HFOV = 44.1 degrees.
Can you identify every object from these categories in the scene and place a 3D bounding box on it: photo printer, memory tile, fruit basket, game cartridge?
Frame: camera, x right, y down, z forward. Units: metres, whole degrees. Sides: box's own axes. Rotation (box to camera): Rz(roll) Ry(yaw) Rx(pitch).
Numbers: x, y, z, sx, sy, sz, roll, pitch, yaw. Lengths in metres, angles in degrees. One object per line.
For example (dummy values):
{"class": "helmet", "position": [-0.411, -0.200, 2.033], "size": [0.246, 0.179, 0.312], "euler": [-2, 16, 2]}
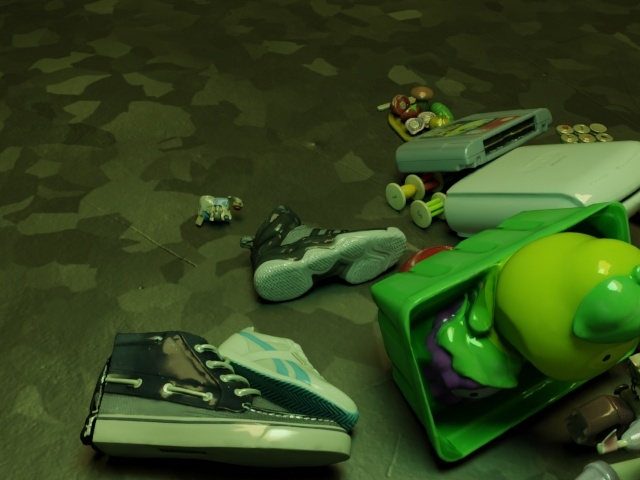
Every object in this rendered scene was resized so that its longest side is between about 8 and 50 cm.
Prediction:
{"class": "photo printer", "position": [0.404, -0.086, 1.351], "size": [0.256, 0.107, 0.308], "euler": [-30, 22, -34]}
{"class": "memory tile", "position": [0.571, -0.207, 1.680], "size": [0.113, 0.012, 0.148], "euler": [0, 38, -3]}
{"class": "fruit basket", "position": [0.284, 0.105, 1.005], "size": [0.392, 0.282, 0.392], "euler": [-14, 22, 6]}
{"class": "game cartridge", "position": [0.291, -0.197, 1.538], "size": [0.294, 0.060, 0.196], "euler": [-27, 16, -39]}

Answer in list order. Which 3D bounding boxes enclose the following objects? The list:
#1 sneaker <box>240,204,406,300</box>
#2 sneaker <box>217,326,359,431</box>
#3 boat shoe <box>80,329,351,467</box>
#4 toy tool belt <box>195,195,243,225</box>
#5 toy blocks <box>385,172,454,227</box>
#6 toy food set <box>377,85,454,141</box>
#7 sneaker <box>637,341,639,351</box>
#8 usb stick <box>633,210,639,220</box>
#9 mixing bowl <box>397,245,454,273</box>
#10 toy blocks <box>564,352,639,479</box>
{"class": "sneaker", "position": [0.000, 0.000, 1.315], "size": [0.269, 0.101, 0.153], "euler": [-15, 44, -17]}
{"class": "sneaker", "position": [-0.042, 0.188, 1.094], "size": [0.229, 0.087, 0.092], "euler": [24, 41, 22]}
{"class": "boat shoe", "position": [-0.127, 0.197, 1.013], "size": [0.341, 0.127, 0.158], "euler": [4, 63, 2]}
{"class": "toy tool belt", "position": [-0.181, -0.049, 1.420], "size": [0.083, 0.052, 0.051], "euler": [2, 70, 5]}
{"class": "toy blocks", "position": [0.216, -0.089, 1.479], "size": [0.148, 0.054, 0.123], "euler": [-24, 45, -30]}
{"class": "toy food set", "position": [0.215, -0.281, 1.706], "size": [0.128, 0.071, 0.218], "euler": [-14, 41, -20]}
{"class": "sneaker", "position": [0.438, 0.086, 1.251], "size": [0.136, 0.115, 0.314], "euler": [-13, 33, -3]}
{"class": "usb stick", "position": [0.631, -0.048, 1.459], "size": [0.077, 0.045, 0.278], "euler": [-25, 45, -39]}
{"class": "mixing bowl", "position": [0.192, 0.074, 1.240], "size": [0.182, 0.098, 0.181], "euler": [1, 39, -1]}
{"class": "toy blocks", "position": [0.358, 0.250, 0.867], "size": [0.260, 0.288, 0.309], "euler": [-7, 45, -20]}
